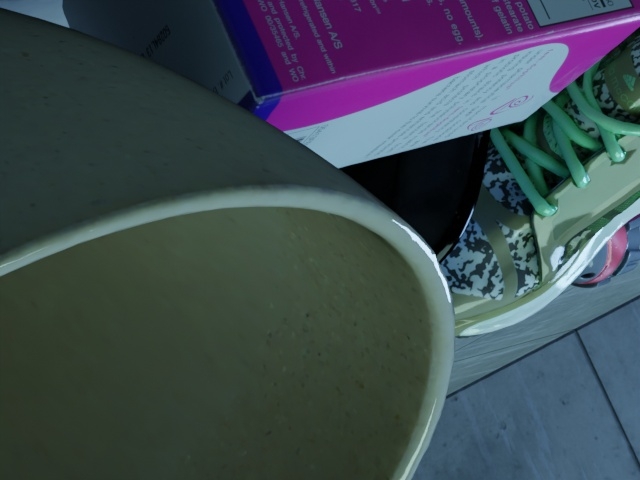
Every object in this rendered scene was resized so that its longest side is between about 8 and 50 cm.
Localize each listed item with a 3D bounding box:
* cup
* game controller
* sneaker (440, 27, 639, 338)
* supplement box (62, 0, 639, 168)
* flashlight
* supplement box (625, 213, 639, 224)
[{"bbox_3d":[-0.154,0.042,0.634,0.331,0.237,0.331,-29,146,-22],"label":"cup"},{"bbox_3d":[0.000,0.000,1.112,0.067,0.166,0.319,22,144,-26],"label":"game controller"},{"bbox_3d":[0.184,-0.083,1.171,0.410,0.158,0.182,-30,159,-12],"label":"sneaker"},{"bbox_3d":[0.018,-0.102,0.766,0.220,0.114,0.111,-14,164,-35],"label":"supplement box"},{"bbox_3d":[0.205,0.004,1.658,0.103,0.103,0.304,-28,170,32],"label":"flashlight"},{"bbox_3d":[0.172,-0.038,1.385,0.188,0.104,0.081,-31,167,35],"label":"supplement box"}]
